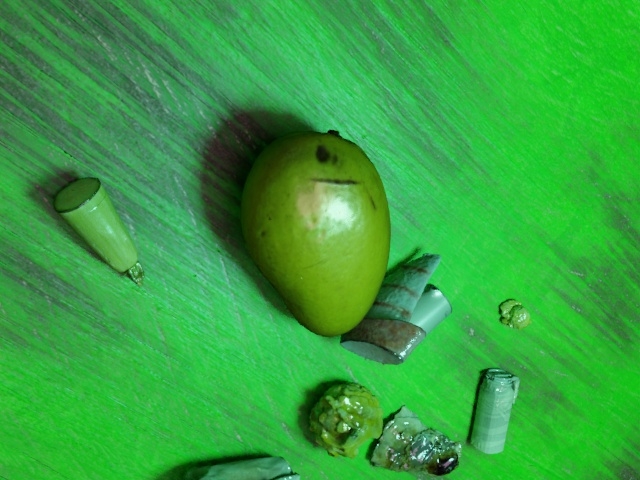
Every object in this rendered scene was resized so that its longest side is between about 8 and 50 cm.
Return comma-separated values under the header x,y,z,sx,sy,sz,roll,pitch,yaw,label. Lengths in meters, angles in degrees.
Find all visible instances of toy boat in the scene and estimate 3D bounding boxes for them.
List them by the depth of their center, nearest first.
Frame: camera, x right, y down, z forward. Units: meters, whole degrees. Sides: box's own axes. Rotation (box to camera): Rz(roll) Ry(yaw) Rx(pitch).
x,y,z,sx,sy,sz,roll,pitch,yaw,label
0.161,0.130,1.693,0.282,0.206,0.096,-59,135,-27,toy boat

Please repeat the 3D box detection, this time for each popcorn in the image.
x,y,z,sx,sy,sz,roll,pitch,yaw,label
0.057,0.400,1.737,0.173,0.142,0.174,-23,120,-46,popcorn
0.477,0.179,1.916,0.083,0.068,0.059,45,53,7,popcorn

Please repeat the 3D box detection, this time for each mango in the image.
x,y,z,sx,sy,sz,roll,pitch,yaw,label
0.000,0.000,1.542,0.301,0.220,0.445,-19,115,-23,mango

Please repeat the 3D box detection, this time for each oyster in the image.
x,y,z,sx,sy,sz,roll,pitch,yaw,label
0.241,0.498,1.871,0.232,0.107,0.162,17,105,-26,oyster

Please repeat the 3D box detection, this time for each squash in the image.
x,y,z,sx,sy,sz,roll,pitch,yaw,label
-0.383,-0.003,1.425,0.094,0.094,0.224,-36,122,-13,squash

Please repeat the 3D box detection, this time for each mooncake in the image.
x,y,z,sx,sy,sz,roll,pitch,yaw,label
-0.180,0.584,1.664,0.250,0.136,0.255,4,98,-29,mooncake

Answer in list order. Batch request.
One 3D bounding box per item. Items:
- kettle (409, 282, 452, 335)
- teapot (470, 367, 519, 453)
x,y,z,sx,sy,sz,roll,pitch,yaw,label
0.220,0.182,1.770,0.148,0.098,0.127,-37,112,-16,kettle
0.443,0.421,1.956,0.107,0.077,0.201,0,104,-30,teapot
